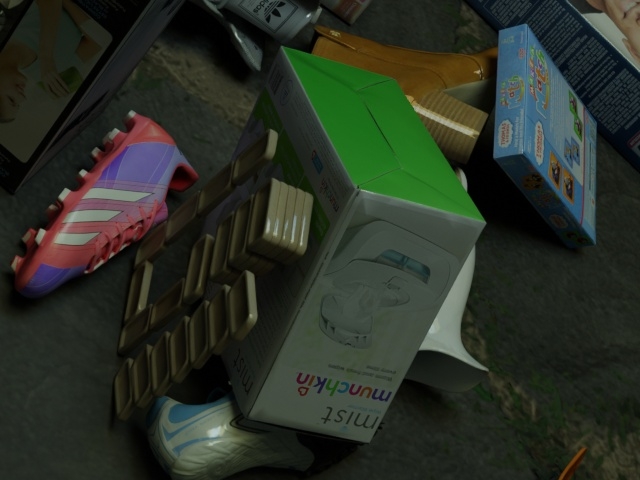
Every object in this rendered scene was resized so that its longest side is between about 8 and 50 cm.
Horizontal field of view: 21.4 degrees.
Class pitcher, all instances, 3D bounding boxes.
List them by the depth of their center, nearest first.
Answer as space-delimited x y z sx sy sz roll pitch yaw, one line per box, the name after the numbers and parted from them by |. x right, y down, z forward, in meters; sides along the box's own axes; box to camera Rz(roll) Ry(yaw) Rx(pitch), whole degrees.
0.065 0.037 1.616 0.178 0.125 0.207 3 65 -17 | pitcher

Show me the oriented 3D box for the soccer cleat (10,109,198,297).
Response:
-0.187 -0.022 1.496 0.095 0.083 0.248 40 39 -10 | soccer cleat

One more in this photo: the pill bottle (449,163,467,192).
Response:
0.085 -0.058 1.735 0.120 0.067 0.067 14 49 -28 | pill bottle

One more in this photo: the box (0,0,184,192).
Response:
-0.197 -0.188 1.465 0.087 0.290 0.169 41 40 -4 | box

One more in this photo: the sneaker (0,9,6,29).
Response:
-0.366 -0.182 1.464 0.234 0.106 0.078 28 15 39 | sneaker

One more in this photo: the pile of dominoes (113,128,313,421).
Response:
-0.092 0.039 1.389 0.040 0.251 0.196 24 54 -24 | pile of dominoes

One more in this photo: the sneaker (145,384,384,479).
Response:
-0.042 0.157 1.453 0.237 0.085 0.086 0 51 -41 | sneaker

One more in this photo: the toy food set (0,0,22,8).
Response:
-0.310 -0.333 1.516 0.306 0.092 0.220 28 65 30 | toy food set

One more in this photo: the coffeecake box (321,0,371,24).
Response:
-0.004 -0.352 1.911 0.185 0.068 0.142 35 41 -9 | coffeecake box

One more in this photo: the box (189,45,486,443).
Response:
0.000 0.000 1.442 0.127 0.231 0.262 14 26 -24 | box

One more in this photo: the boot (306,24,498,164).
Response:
0.092 -0.186 1.829 0.211 0.104 0.295 25 27 5 | boot

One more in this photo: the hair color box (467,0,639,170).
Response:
0.339 -0.256 2.063 0.347 0.105 0.174 45 42 2 | hair color box

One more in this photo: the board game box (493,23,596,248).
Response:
0.245 -0.109 1.821 0.211 0.039 0.160 44 44 -50 | board game box

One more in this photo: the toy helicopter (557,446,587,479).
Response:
0.243 0.281 1.508 0.355 0.140 0.235 12 22 -50 | toy helicopter

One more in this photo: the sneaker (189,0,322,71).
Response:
-0.101 -0.282 1.667 0.210 0.137 0.366 47 16 1 | sneaker
